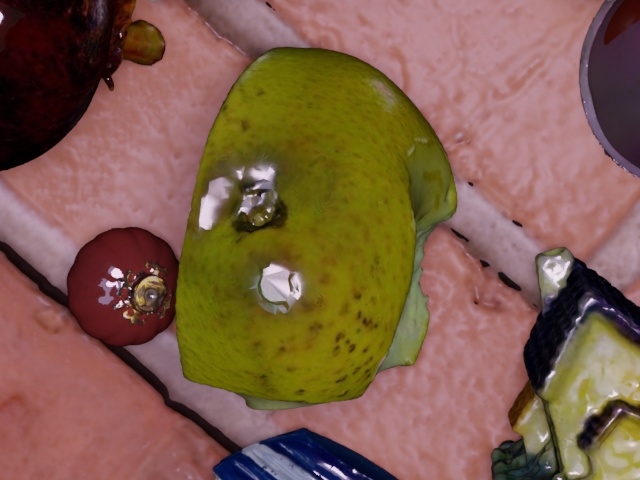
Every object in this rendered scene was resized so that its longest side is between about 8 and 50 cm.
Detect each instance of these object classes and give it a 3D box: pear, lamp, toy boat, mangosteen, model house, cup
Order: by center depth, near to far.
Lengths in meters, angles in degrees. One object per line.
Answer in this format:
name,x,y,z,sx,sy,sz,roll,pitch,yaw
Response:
cup,0.304,-0.123,1.252,0.203,0.288,0.203,0,96,4
pear,0.000,0.000,1.287,0.176,0.282,0.286,10,97,10
mangosteen,-0.234,-0.166,1.325,0.261,0.235,0.235,3,98,-31
model house,0.203,0.119,1.331,0.170,0.194,0.211,-14,96,7
lamp,-0.161,0.038,1.393,0.101,0.090,0.101,-6,101,-32
toy boat,-0.043,0.285,1.427,0.291,0.070,0.210,-34,91,9
